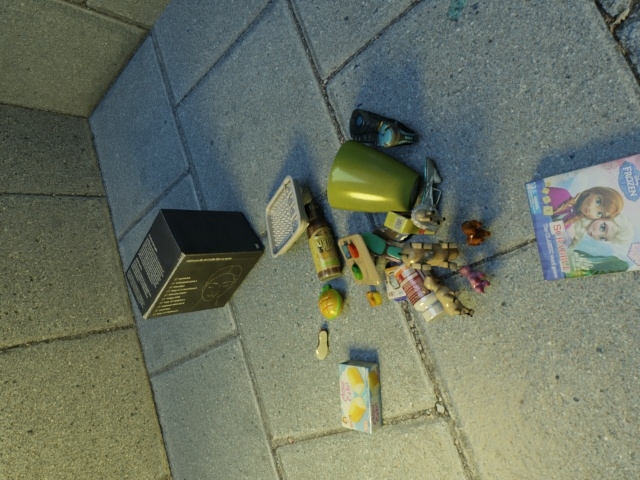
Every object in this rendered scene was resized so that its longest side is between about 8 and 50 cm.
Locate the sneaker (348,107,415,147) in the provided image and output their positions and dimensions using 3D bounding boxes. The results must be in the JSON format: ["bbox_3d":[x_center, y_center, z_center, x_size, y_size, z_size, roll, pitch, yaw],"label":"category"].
[{"bbox_3d":[0.227,-0.427,1.825,0.341,0.140,0.125,46,131,51],"label":"sneaker"}]

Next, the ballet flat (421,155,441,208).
[{"bbox_3d":[0.409,-0.201,1.716,0.068,0.072,0.213,5,96,13],"label":"ballet flat"}]

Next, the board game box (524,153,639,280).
[{"bbox_3d":[0.801,-0.057,1.377,0.318,0.066,0.318,-15,82,39],"label":"board game box"}]

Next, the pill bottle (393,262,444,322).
[{"bbox_3d":[0.373,0.181,1.712,0.121,0.121,0.221,-44,64,32],"label":"pill bottle"}]

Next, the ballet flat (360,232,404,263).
[{"bbox_3d":[0.249,0.040,1.800,0.221,0.079,0.077,21,68,8],"label":"ballet flat"}]

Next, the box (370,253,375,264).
[{"bbox_3d":[0.167,0.055,1.912,0.137,0.027,0.094,35,151,34],"label":"box"}]

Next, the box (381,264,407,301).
[{"bbox_3d":[0.296,0.172,1.839,0.081,0.028,0.136,-21,76,39],"label":"box"}]

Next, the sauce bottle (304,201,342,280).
[{"bbox_3d":[0.000,0.000,2.027,0.111,0.111,0.344,-27,73,38],"label":"sauce bottle"}]

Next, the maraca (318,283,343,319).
[{"bbox_3d":[0.037,0.265,2.020,0.127,0.099,0.186,-65,29,12],"label":"maraca"}]

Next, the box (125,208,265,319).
[{"bbox_3d":[-0.621,0.110,2.317,0.472,0.480,0.297,-49,61,30],"label":"box"}]

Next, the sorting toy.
[{"bbox_3d":[0.163,0.125,1.840,0.307,0.041,0.229,66,164,-1],"label":"sorting toy"}]

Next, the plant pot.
[{"bbox_3d":[0.217,-0.215,1.762,0.293,0.275,0.275,18,104,23],"label":"plant pot"}]

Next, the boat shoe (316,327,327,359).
[{"bbox_3d":[0.007,0.462,2.085,0.043,0.049,0.137,-130,43,-79],"label":"boat shoe"}]

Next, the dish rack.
[{"bbox_3d":[-0.150,-0.102,2.112,0.333,0.072,0.285,-45,51,50],"label":"dish rack"}]

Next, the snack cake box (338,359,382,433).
[{"bbox_3d":[0.164,0.637,1.926,0.152,0.089,0.264,-5,88,39],"label":"snack cake box"}]

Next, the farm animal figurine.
[{"bbox_3d":[0.408,0.073,1.588,0.172,0.327,0.330,-174,100,-71],"label":"farm animal figurine"}]

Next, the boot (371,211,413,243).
[{"bbox_3d":[0.272,-0.015,1.817,0.219,0.082,0.106,-47,60,29],"label":"boot"}]

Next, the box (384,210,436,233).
[{"bbox_3d":[0.331,-0.063,1.665,0.087,0.232,0.058,30,109,37],"label":"box"}]
